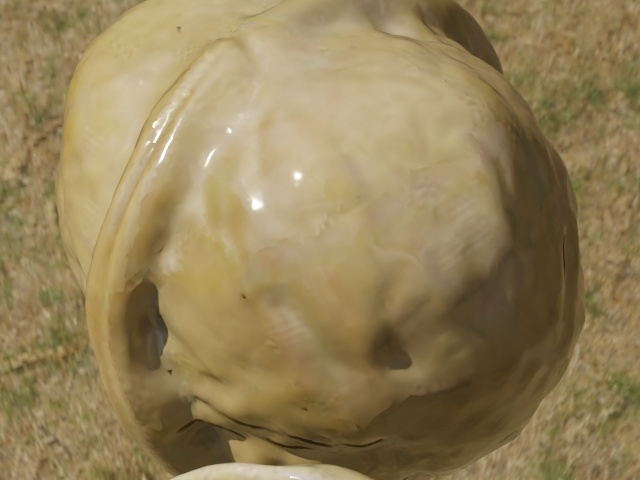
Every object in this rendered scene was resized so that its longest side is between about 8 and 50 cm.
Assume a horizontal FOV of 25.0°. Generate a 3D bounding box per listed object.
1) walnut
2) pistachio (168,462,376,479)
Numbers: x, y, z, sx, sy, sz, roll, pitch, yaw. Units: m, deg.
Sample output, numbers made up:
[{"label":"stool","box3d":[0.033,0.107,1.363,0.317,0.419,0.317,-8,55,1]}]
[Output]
[{"label":"walnut","box3d":[0.000,0.000,0.939,0.381,0.381,0.381,1,62,-2]},{"label":"pistachio","box3d":[0.028,0.231,0.565,0.321,0.238,0.229,52,38,-16]}]
